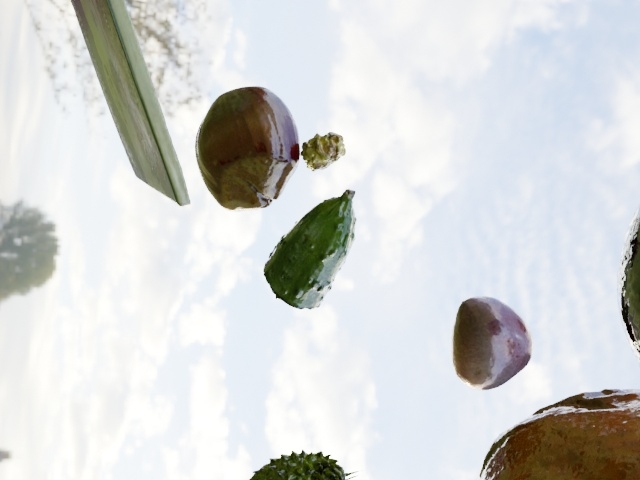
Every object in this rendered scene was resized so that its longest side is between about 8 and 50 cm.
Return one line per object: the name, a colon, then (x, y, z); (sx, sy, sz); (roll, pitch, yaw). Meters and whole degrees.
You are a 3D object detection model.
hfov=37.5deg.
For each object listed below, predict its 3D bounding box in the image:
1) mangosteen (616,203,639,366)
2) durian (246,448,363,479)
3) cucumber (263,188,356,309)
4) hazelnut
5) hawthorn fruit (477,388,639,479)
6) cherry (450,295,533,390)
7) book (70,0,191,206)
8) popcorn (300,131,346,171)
mangosteen: (0.410, 0.025, 0.781); (0.330, 0.330, 0.329); (-176, -90, -65)
durian: (-0.081, 0.575, 2.035); (0.158, 0.169, 0.351); (50, -57, 28)
cucumber: (0.001, 0.002, 1.689); (0.244, 0.134, 0.134); (-60, -145, 35)
hazelnut: (-0.128, -0.166, 1.676); (0.212, 0.181, 0.180); (-33, -148, 29)
hawthorn fruit: (0.424, 0.399, 1.278); (0.472, 0.472, 0.471); (-176, -90, -65)
cherry: (0.201, 0.126, 1.122); (0.087, 0.126, 0.106); (29, -100, 33)
book: (-0.204, -0.157, 0.978); (0.322, 0.018, 0.228); (-158, -130, -70)
popcorn: (0.007, -0.156, 1.630); (0.083, 0.082, 0.057); (-36, -101, 41)
